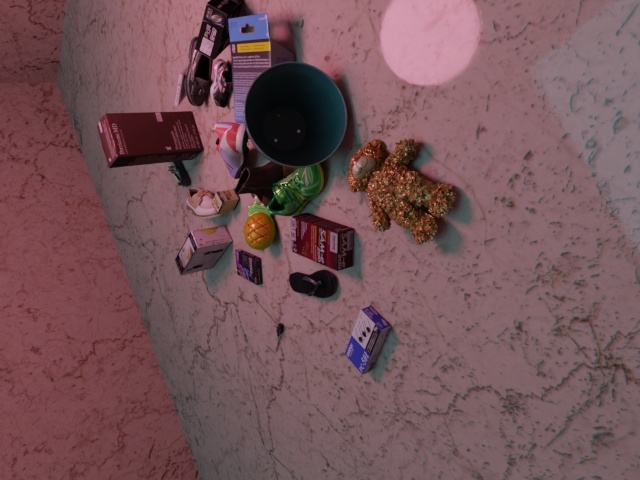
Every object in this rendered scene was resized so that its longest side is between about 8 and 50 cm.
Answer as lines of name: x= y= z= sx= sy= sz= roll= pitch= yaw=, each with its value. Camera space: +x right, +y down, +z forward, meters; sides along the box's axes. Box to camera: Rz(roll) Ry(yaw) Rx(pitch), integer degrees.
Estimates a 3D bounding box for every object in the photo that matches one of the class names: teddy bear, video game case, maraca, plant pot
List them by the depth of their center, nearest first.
teddy bear: x=0.190 y=-0.134 z=1.250 sx=0.338 sy=0.113 sz=0.245 roll=57 pitch=137 yaw=20
plant pot: x=-0.090 y=-0.346 z=1.421 sx=0.195 sy=0.290 sz=0.290 roll=-177 pitch=74 yaw=-74
maraca: x=-0.228 y=-0.056 z=1.813 sx=0.127 sy=0.099 sz=0.185 roll=4 pitch=91 yaw=13
video game case: x=-0.559 y=-0.651 z=2.001 sx=0.157 sy=0.019 sz=0.143 roll=-78 pitch=11 yaw=-48

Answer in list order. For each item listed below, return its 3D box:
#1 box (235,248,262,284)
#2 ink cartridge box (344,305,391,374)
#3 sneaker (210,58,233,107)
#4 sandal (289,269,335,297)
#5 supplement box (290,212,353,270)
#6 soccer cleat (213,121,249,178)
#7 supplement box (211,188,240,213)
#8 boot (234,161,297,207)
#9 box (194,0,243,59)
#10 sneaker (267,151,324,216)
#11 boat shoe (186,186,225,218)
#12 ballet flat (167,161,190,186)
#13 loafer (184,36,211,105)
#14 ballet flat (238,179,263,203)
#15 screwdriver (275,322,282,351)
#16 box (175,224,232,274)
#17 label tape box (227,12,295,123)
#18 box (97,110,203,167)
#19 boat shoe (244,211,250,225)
box: x=-0.300 y=0.109 z=2.019 sx=0.162 sy=0.029 sz=0.116 roll=18 pitch=116 yaw=46
ink cartridge box: x=0.145 y=0.313 z=1.518 sx=0.097 sy=0.046 sz=0.207 roll=44 pitch=134 yaw=35
sneaker: x=-0.365 y=-0.584 z=1.826 sx=0.077 sy=0.072 sz=0.178 roll=30 pitch=131 yaw=30
sandal: x=-0.037 y=0.157 z=1.683 sx=0.254 sy=0.054 sz=0.097 roll=-9 pitch=95 yaw=53
supplement box: x=0.000 y=0.000 z=1.567 sx=0.239 sy=0.073 sz=0.130 roll=20 pitch=117 yaw=46
soccer cleat: x=-0.324 y=-0.328 z=1.756 sx=0.318 sy=0.116 sz=0.108 roll=120 pitch=164 yaw=-69
supplement box: x=-0.389 y=-0.162 z=1.989 sx=0.056 sy=0.083 sz=0.083 roll=58 pitch=140 yaw=19
boot: x=-0.207 y=-0.183 z=1.651 sx=0.090 sy=0.207 sz=0.248 roll=60 pitch=140 yaw=18
box: x=-0.350 y=-0.743 z=1.673 sx=0.078 sy=0.147 sz=0.180 roll=28 pitch=135 yaw=-7
sneaker: x=-0.085 y=-0.164 z=1.573 sx=0.109 sy=0.124 sz=0.295 roll=59 pitch=140 yaw=19
boat shoe: x=-0.518 y=-0.166 z=2.128 sx=0.302 sy=0.113 sz=0.103 roll=16 pitch=120 yaw=49
ballet flat: x=-0.693 y=-0.337 z=2.323 sx=0.203 sy=0.074 sz=0.074 roll=56 pitch=139 yaw=23
loafer: x=-0.478 y=-0.661 z=1.922 sx=0.084 sy=0.096 sz=0.267 roll=29 pitch=122 yaw=34
ballet flat: x=-0.258 y=-0.190 z=1.828 sx=0.049 sy=0.057 sz=0.173 roll=-45 pitch=49 yaw=11
screwdriver: x=-0.175 y=0.400 z=1.970 sx=0.024 sy=0.025 sz=0.169 roll=43 pitch=132 yaw=34
box: x=-0.528 y=0.045 z=2.174 sx=0.290 sy=0.169 sz=0.087 roll=-44 pitch=65 yaw=51
label tape box: x=-0.190 y=-0.549 z=1.582 sx=0.241 sy=0.106 sz=0.333 roll=22 pitch=119 yaw=46
box: x=-0.717 y=-0.435 z=2.061 sx=0.143 sy=0.381 sz=0.191 roll=-21 pitch=86 yaw=52
boat shoe: x=-0.270 y=-0.049 z=1.897 sx=0.059 sy=0.063 sz=0.170 roll=17 pitch=116 yaw=41
